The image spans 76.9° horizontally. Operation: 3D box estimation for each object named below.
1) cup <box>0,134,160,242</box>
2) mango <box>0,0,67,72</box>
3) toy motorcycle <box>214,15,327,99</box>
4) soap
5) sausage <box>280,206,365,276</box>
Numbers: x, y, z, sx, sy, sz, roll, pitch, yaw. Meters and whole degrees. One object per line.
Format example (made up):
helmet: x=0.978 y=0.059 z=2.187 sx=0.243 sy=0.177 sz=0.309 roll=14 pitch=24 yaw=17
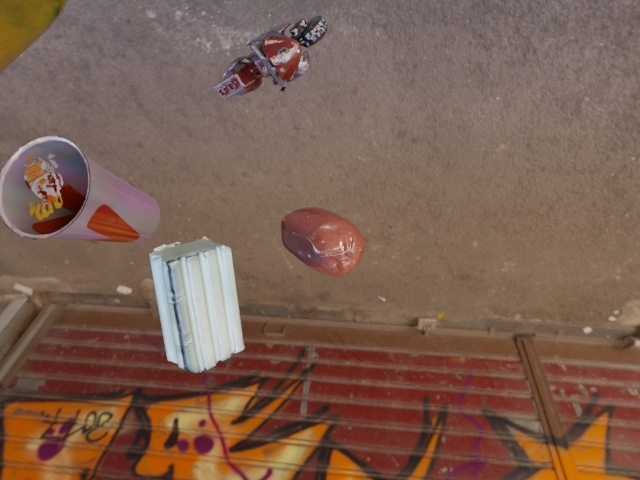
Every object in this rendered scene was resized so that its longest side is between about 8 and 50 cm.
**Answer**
cup: x=-0.484 y=-0.076 z=0.870 sx=0.203 sy=0.202 sz=0.288 roll=-2 pitch=172 yaw=9
mango: x=-0.305 y=-0.174 z=0.267 sx=0.176 sy=0.254 sz=0.139 roll=38 pitch=143 yaw=-27
toy motorcycle: x=-0.085 y=-0.273 z=0.632 sx=0.213 sy=0.122 sz=0.082 roll=-12 pitch=125 yaw=39
soap: x=-0.255 y=0.130 z=0.841 sx=0.094 sy=0.150 sz=0.261 roll=9 pitch=109 yaw=40
sausage: x=0.000 y=0.000 z=0.399 sx=0.054 sy=0.094 sz=0.059 roll=-12 pitch=120 yaw=-39
